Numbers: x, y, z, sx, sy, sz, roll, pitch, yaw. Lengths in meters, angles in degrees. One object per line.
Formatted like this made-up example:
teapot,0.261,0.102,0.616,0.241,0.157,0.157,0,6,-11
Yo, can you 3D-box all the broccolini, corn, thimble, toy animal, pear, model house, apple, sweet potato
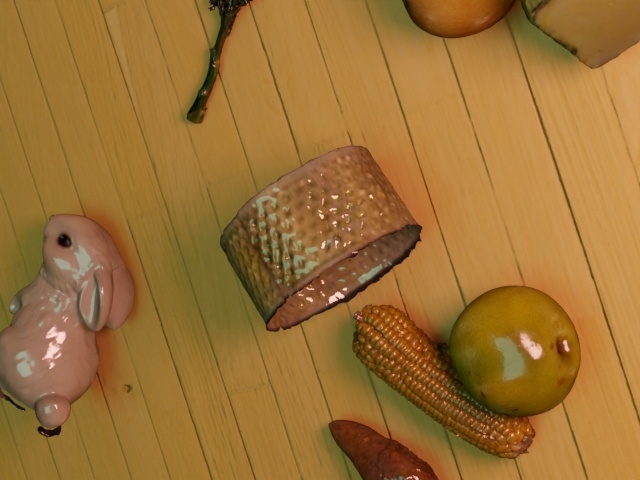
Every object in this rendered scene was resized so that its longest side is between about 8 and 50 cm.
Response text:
broccolini,-0.172,-0.302,1.716,0.071,0.057,0.254,-112,42,-59
corn,0.172,0.210,1.564,0.313,0.102,0.102,40,119,21
thimble,0.000,0.000,1.539,0.271,0.271,0.150,-41,74,33
toy animal,-0.457,0.137,1.937,0.258,0.194,0.357,40,112,32
pear,0.245,0.155,1.465,0.216,0.166,0.180,-17,102,41
model house,0.335,-0.360,1.287,0.194,0.170,0.211,-36,48,36
apple,0.174,-0.354,1.401,0.155,0.182,0.182,-23,87,6
sweet potato,0.136,0.387,1.632,0.341,0.092,0.114,49,139,16
